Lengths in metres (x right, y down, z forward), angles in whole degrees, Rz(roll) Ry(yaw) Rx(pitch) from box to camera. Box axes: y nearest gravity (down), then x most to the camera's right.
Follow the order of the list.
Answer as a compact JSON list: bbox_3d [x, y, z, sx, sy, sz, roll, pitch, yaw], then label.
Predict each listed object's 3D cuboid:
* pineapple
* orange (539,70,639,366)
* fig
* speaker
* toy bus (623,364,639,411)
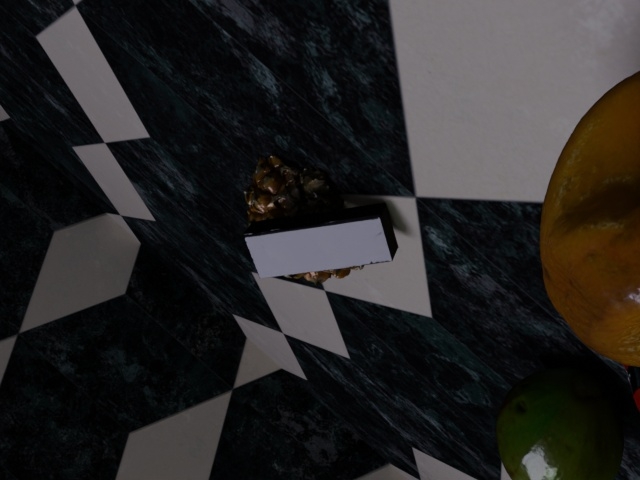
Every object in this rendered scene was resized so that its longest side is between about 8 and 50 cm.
[{"bbox_3d":[-0.032,-0.027,1.265,0.250,0.140,0.164,46,161,-4],"label":"pineapple"},{"bbox_3d":[0.276,-0.023,0.552,0.248,0.183,0.249,-4,153,-2],"label":"orange"},{"bbox_3d":[0.340,0.265,1.122,0.181,0.181,0.191,33,139,24],"label":"fig"},{"bbox_3d":[0.000,0.000,1.192,0.218,0.044,0.082,-9,115,23],"label":"speaker"},{"bbox_3d":[0.405,0.170,0.878,0.195,0.089,0.081,38,162,13],"label":"toy bus"}]
